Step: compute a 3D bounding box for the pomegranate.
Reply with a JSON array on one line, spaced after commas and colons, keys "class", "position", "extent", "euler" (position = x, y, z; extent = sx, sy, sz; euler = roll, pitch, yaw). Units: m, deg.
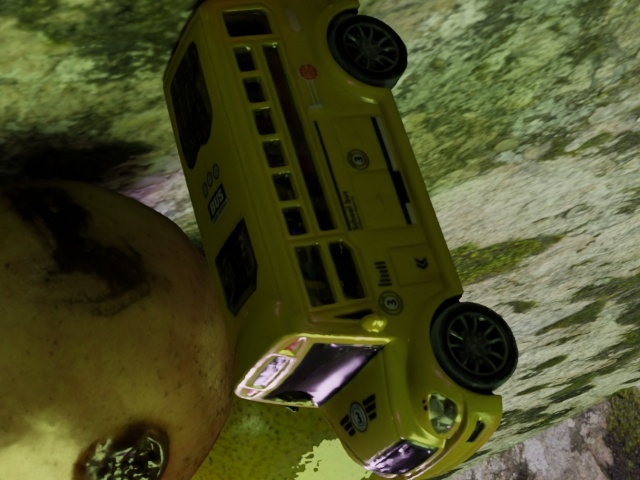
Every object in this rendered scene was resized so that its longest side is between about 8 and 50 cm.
[{"class": "pomegranate", "position": [-0.221, 0.102, 0.911], "extent": [0.322, 0.322, 0.322], "euler": [-17, 159, -7]}]

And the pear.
[{"class": "pear", "position": [-0.025, 0.150, 1.203], "extent": [0.294, 0.294, 0.294], "euler": [-17, 159, -7]}]

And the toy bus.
[{"class": "toy bus", "position": [0.000, 0.000, 0.790], "extent": [0.151, 0.331, 0.145], "euler": [-5, 154, -27]}]
